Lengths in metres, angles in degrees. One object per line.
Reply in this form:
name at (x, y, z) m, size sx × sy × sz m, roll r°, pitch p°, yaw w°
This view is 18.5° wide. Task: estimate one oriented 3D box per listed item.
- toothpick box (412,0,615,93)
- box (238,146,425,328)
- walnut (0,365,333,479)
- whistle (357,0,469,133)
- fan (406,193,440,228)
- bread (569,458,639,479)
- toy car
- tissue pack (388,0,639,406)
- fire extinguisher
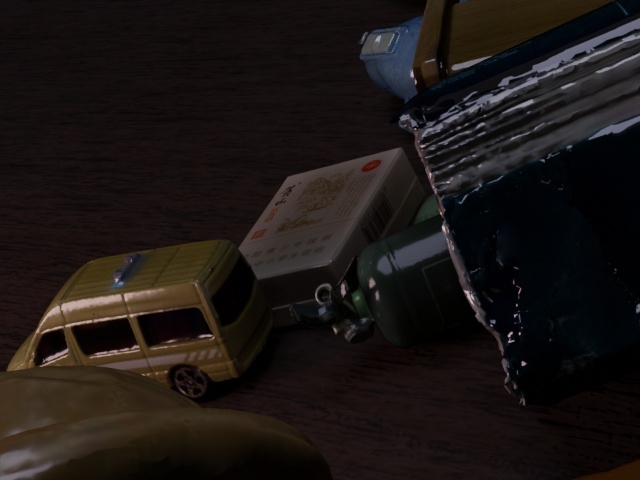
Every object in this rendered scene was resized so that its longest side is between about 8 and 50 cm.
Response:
toothpick box at (0.259, -0.149, 1.749) m, size 0.308 × 0.187 × 0.190 m, roll -12°, pitch 29°, yaw 15°
box at (0.000, 0.000, 1.819) m, size 0.141 × 0.058 × 0.201 m, roll -14°, pitch 27°, yaw 30°
walnut at (-0.176, 0.251, 1.201) m, size 0.383 × 0.383 × 0.383 m, roll -20°, pitch 25°, yaw 10°
whistle at (0.128, -0.186, 2.013) m, size 0.269 × 0.093 × 0.180 m, roll 9°, pitch 71°, yaw 59°
fan at (0.169, -0.049, 1.837) m, size 0.240 × 0.009 × 0.131 m, roll -25°, pitch 27°, yaw -3°
bread at (0.243, 0.185, 1.228) m, size 0.361 × 0.077 × 0.138 m, roll -21°, pitch 24°, yaw 8°
toy car at (-0.175, 0.076, 1.755) m, size 0.256 × 0.124 × 0.101 m, roll -9°, pitch 27°, yaw 27°
tissue pack at (0.281, -0.068, 1.430) m, size 0.416 × 0.253 × 0.264 m, roll -21°, pitch 1°, yaw 3°
fire extinguisher at (0.128, 0.013, 1.634) m, size 0.311 × 0.114 × 0.095 m, roll -24°, pitch 70°, yaw 3°
